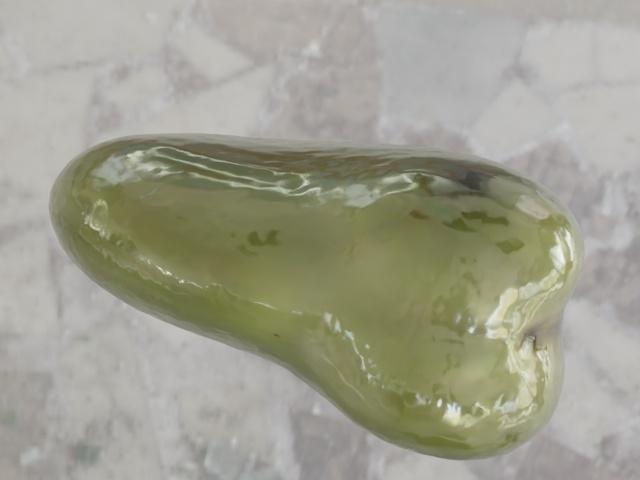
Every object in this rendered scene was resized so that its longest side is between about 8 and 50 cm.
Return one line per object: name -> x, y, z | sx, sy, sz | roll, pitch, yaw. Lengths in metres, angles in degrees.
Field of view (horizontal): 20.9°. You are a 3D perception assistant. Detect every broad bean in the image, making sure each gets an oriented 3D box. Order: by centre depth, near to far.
broad bean -> 0.000, 0.000, 0.781 | 0.263, 0.121, 0.189 | 22, 21, 27
